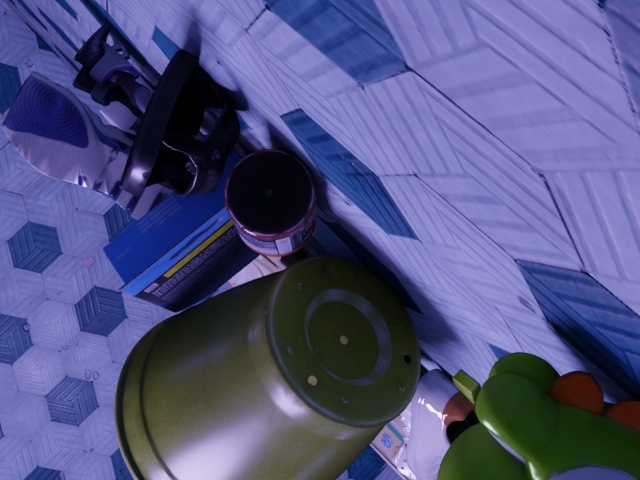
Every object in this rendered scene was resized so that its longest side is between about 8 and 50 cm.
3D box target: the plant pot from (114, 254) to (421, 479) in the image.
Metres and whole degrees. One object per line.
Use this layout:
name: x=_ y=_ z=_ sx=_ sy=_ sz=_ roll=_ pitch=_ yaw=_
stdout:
plant pot: x=-0.052 y=0.197 z=1.261 sx=0.366 sy=0.366 sz=0.353 roll=46 pitch=136 yaw=-3

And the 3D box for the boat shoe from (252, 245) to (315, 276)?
boat shoe: x=-0.089 y=-0.006 z=1.564 sx=0.098 sy=0.109 sz=0.302 roll=-14 pitch=128 yaw=36

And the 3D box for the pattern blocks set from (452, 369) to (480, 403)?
pattern blocks set: x=0.294 y=0.291 z=1.260 sx=0.285 sy=0.026 sz=0.325 roll=42 pitch=173 yaw=29

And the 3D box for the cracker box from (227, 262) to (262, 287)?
cracker box: x=-0.134 y=0.031 z=1.776 sx=0.156 sy=0.067 sz=0.232 roll=45 pitch=152 yaw=24

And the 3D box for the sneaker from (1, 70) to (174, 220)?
sneaker: x=-0.357 y=-0.137 z=1.453 sx=0.315 sy=0.127 sz=0.182 roll=34 pitch=-178 yaw=-16

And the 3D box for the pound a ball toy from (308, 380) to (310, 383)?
pound a ball toy: x=0.029 y=0.198 z=1.602 sx=0.208 sy=0.136 sz=0.319 roll=67 pitch=162 yaw=6

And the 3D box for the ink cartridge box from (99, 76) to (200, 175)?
ink cartridge box: x=-0.272 y=-0.167 z=1.634 sx=0.237 sy=0.100 sz=0.172 roll=44 pitch=173 yaw=9

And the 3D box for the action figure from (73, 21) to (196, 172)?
action figure: x=-0.260 y=-0.203 z=1.407 sx=0.285 sy=0.099 sz=0.185 roll=41 pitch=166 yaw=1

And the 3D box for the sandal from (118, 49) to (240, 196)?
sandal: x=-0.154 y=-0.127 z=1.088 sx=0.107 sy=0.167 sz=0.446 roll=21 pitch=-177 yaw=-6

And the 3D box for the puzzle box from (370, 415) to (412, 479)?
puzzle box: x=0.272 y=0.473 z=1.828 sx=0.409 sy=0.052 sz=0.272 roll=42 pitch=143 yaw=25

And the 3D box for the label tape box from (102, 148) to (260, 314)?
label tape box: x=-0.181 y=-0.016 z=1.313 sx=0.106 sy=0.241 sz=0.333 roll=50 pitch=177 yaw=12

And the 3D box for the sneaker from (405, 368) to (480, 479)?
sneaker: x=0.218 y=0.350 z=1.515 sx=0.123 sy=0.106 sz=0.290 roll=33 pitch=149 yaw=35

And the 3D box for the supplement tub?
supplement tub: x=-0.056 y=-0.038 z=1.084 sx=0.106 sy=0.106 sz=0.198 roll=45 pitch=174 yaw=6

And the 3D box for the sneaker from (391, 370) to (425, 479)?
sneaker: x=0.171 y=0.352 z=1.693 sx=0.292 sy=0.169 sz=0.108 roll=45 pitch=-161 yaw=7

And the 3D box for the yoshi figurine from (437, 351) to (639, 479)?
yoshi figurine: x=0.236 y=0.257 z=0.732 sx=0.362 sy=0.203 sz=0.203 roll=48 pitch=180 yaw=3

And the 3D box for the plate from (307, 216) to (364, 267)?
plate: x=0.000 y=0.000 z=1.314 sx=0.188 sy=0.024 sz=0.188 roll=44 pitch=173 yaw=7
